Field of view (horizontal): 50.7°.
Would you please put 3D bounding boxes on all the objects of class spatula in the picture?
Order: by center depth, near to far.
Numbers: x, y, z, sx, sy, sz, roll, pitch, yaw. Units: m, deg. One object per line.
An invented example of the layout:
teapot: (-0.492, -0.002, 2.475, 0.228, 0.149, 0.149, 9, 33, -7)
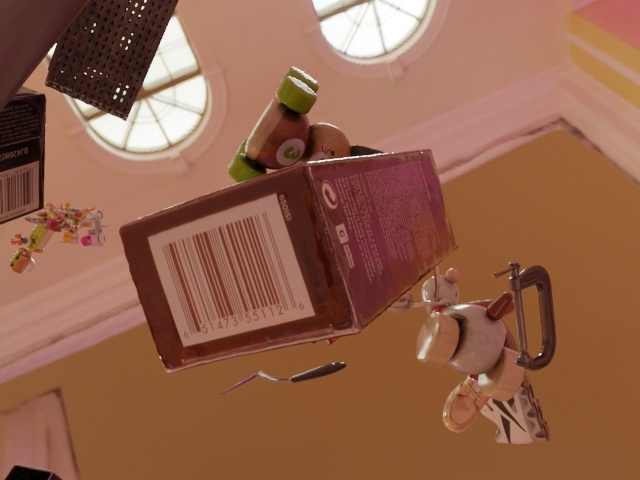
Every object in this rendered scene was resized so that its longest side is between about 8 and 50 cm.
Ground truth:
spatula: (-0.081, 0.290, 1.434, 0.296, 0.030, 0.084, -12, 180, 21)

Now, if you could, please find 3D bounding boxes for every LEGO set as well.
LEGO set: (-0.593, -0.022, 1.440, 0.286, 0.107, 0.132, -16, -104, 26)

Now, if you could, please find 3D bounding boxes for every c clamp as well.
c clamp: (0.267, 0.099, 0.877, 0.022, 0.161, 0.137, -2, -166, 44)

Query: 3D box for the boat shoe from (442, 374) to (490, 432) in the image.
boat shoe: (0.277, 0.269, 1.217, 0.063, 0.059, 0.170, 33, -125, 15)

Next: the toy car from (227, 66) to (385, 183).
toy car: (-0.007, -0.121, 0.952, 0.155, 0.188, 0.149, -54, -168, 20)

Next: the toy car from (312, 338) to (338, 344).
toy car: (0.062, 0.188, 1.811, 0.225, 0.239, 0.053, -45, -109, 7)

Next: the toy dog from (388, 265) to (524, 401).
toy dog: (0.239, 0.109, 1.126, 0.161, 0.220, 0.334, -60, -149, 16)

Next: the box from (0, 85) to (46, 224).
box: (-0.453, -0.117, 0.726, 0.270, 0.144, 0.165, 23, -153, 19)

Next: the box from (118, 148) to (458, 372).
box: (0.000, 0.000, 0.693, 0.191, 0.143, 0.381, -16, -176, 25)

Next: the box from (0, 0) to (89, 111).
box: (-0.224, -0.186, 0.320, 0.076, 0.242, 0.308, -7, -131, 47)

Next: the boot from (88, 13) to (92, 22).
boot: (-0.384, -0.343, 0.831, 0.189, 0.209, 0.076, -28, -161, -1)

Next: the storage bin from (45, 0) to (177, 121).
storage bin: (-0.188, -0.224, 0.653, 0.084, 0.180, 0.122, 23, -149, -17)

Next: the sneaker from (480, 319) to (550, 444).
sneaker: (0.396, 0.319, 1.535, 0.146, 0.331, 0.122, -19, -175, 24)

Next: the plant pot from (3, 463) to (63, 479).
plant pot: (-0.580, 0.592, 1.389, 0.188, 0.167, 0.188, -10, -137, 42)
